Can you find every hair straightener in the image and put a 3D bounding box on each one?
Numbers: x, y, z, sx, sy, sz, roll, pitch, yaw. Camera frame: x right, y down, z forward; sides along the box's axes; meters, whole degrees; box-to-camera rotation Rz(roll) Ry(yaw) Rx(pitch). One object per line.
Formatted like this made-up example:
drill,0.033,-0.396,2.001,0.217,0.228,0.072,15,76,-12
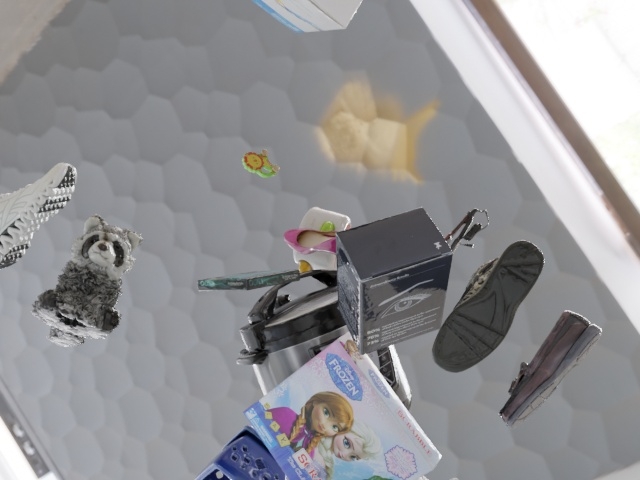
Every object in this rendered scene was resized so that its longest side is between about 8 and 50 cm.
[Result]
hair straightener,0.431,-0.006,1.918,0.230,0.089,0.047,-46,154,-12

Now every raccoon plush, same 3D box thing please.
raccoon plush,-0.684,0.112,1.831,0.446,0.216,0.299,-19,-132,46

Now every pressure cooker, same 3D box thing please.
pressure cooker,0.000,0.288,1.638,0.375,0.420,0.370,-21,180,11

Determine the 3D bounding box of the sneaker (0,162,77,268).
sneaker,-0.656,-0.072,1.407,0.292,0.118,0.110,-45,176,9

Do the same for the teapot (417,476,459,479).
teapot,0.201,0.689,1.698,0.256,0.187,0.252,-22,-152,-31

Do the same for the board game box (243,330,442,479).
board game box,0.036,0.410,1.365,0.318,0.318,0.066,-42,169,26

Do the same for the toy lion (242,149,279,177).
toy lion,-0.190,-0.235,1.985,0.096,0.100,0.034,-28,166,-38

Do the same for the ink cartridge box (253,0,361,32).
ink cartridge box,-0.021,-0.524,1.246,0.171,0.168,0.233,-60,-150,0

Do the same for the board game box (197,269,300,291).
board game box,-0.145,0.082,1.321,0.126,0.026,0.186,-4,-179,31

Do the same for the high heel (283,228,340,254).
high heel,-0.018,-0.009,1.733,0.082,0.244,0.117,-52,142,-18

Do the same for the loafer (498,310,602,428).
loafer,0.502,0.289,1.451,0.302,0.095,0.109,-46,146,-2

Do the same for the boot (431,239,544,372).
boot,0.262,0.112,1.048,0.236,0.085,0.178,-52,172,-4

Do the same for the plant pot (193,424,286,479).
plant pot,-0.231,0.730,1.994,0.236,0.236,0.212,-51,179,39

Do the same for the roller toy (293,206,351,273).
roller toy,0.000,0.000,1.981,0.191,0.146,0.209,-55,159,-55

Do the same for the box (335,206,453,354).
box,0.113,0.068,1.029,0.153,0.108,0.207,-16,139,-12
